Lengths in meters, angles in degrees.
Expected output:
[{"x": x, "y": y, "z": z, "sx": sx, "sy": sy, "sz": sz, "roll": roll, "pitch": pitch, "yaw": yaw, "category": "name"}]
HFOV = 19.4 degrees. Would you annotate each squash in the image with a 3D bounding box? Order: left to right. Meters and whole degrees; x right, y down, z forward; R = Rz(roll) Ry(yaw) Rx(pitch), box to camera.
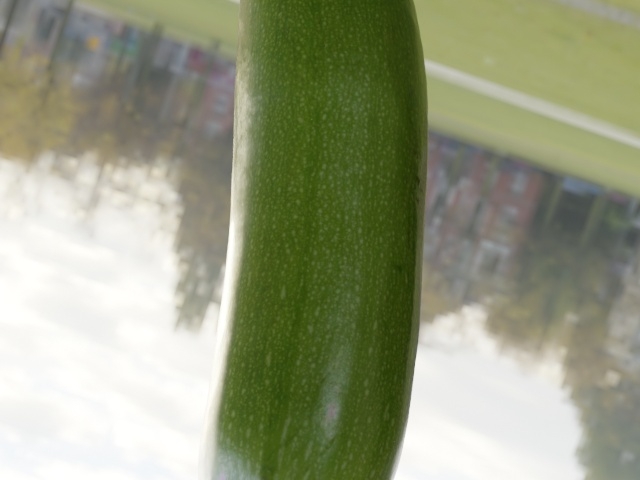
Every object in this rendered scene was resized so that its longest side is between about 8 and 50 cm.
[{"x": 0.000, "y": 0.000, "z": 0.599, "sx": 0.069, "sy": 0.258, "sz": 0.069, "roll": 3, "pitch": 158, "yaw": 1, "category": "squash"}]
